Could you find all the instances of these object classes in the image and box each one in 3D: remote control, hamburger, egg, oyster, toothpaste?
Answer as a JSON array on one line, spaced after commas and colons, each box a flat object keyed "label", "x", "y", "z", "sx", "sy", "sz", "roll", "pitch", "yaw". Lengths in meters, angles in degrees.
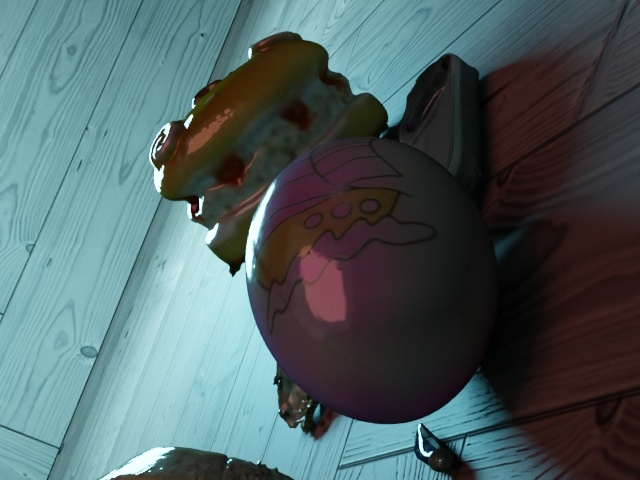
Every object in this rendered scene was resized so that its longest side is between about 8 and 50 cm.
[{"label": "remote control", "x": 0.110, "y": -0.087, "z": 1.169, "sx": 0.104, "sy": 0.052, "sz": 0.247, "roll": -53, "pitch": 18, "yaw": 36}, {"label": "hamburger", "x": -0.069, "y": -0.112, "z": 1.451, "sx": 0.261, "sy": 0.186, "sz": 0.303, "roll": -44, "pitch": 2, "yaw": 1}, {"label": "egg", "x": 0.036, "y": 0.028, "z": 0.944, "sx": 0.196, "sy": 0.196, "sz": 0.271, "roll": -60, "pitch": 6, "yaw": 21}, {"label": "oyster", "x": 0.007, "y": 0.105, "z": 1.266, "sx": 0.200, "sy": 0.061, "sz": 0.106, "roll": -65, "pitch": 31, "yaw": 14}, {"label": "toothpaste", "x": 0.082, "y": 0.156, "z": 0.930, "sx": 0.083, "sy": 0.019, "sz": 0.027, "roll": -161, "pitch": 79, "yaw": -80}]

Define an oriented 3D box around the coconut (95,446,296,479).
[{"label": "coconut", "x": -0.092, "y": 0.288, "z": 0.885, "sx": 0.245, "sy": 0.245, "sz": 0.247, "roll": -47, "pitch": 23, "yaw": 53}]
